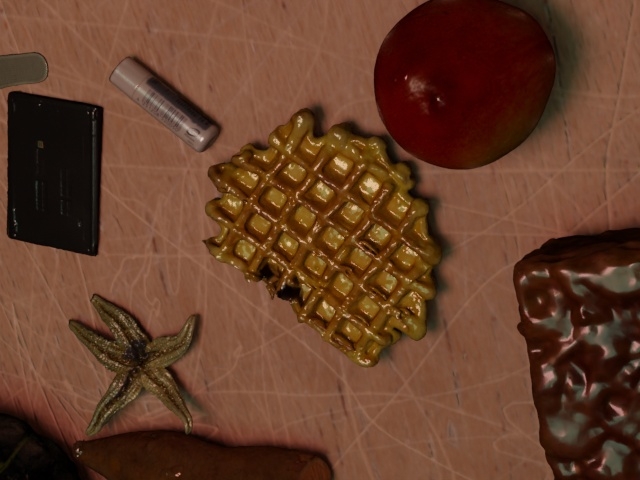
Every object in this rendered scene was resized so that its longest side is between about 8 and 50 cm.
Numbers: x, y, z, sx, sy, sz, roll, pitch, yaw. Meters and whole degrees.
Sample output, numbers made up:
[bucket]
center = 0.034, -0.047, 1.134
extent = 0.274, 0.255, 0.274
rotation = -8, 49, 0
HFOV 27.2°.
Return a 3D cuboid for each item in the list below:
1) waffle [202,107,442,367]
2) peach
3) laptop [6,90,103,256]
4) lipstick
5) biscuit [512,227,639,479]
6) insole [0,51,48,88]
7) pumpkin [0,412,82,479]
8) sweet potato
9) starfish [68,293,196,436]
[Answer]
[waffle]
center = 0.001, 0.000, 1.527
extent = 0.283, 0.065, 0.310
rotation = -8, 100, 19
[peach]
center = 0.142, -0.163, 1.355
extent = 0.197, 0.197, 0.197
rotation = 6, 108, 18
[laptop]
center = -0.335, -0.082, 1.646
extent = 0.135, 0.016, 0.197
rotation = 10, 109, 18
[lipstick]
center = -0.183, -0.159, 1.556
extent = 0.141, 0.040, 0.040
rotation = 39, 114, 6
[biscuit]
center = 0.414, 0.136, 1.363
extent = 0.394, 0.166, 0.343
rotation = -6, 102, 19
[insole]
center = -0.404, -0.205, 1.640
extent = 0.152, 0.002, 0.053
rotation = -4, 104, 21
[pumpkin]
center = -0.451, 0.366, 1.698
extent = 0.323, 0.241, 0.323
rotation = 7, 110, 18
[sweet potato]
center = -0.162, 0.305, 1.639
extent = 0.336, 0.131, 0.131
rotation = 5, 107, 18
[starfish]
center = -0.233, 0.162, 1.660
extent = 0.217, 0.050, 0.223
rotation = -47, 68, 7
